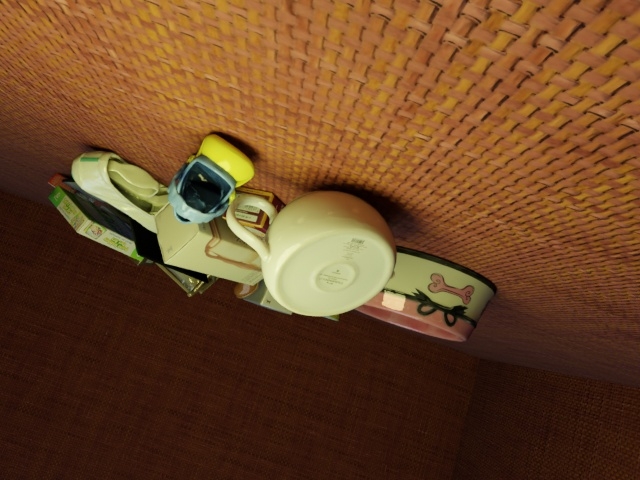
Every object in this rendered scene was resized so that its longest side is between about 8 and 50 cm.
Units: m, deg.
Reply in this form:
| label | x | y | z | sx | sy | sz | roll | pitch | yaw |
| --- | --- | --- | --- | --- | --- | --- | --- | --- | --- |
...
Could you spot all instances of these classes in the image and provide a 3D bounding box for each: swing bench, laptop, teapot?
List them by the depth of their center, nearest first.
| label | x | y | z | sx | sy | sz | roll | pitch | yaw |
| --- | --- | --- | --- | --- | --- | --- | --- | --- | --- |
| teapot | 0.000 | 0.000 | 0.767 | 0.252 | 0.187 | 0.256 | -23 | 135 | 4 |
| laptop | -0.630 | -0.025 | 1.473 | 0.407 | 0.237 | 0.382 | 5 | 163 | 20 |
| swing bench | -0.560 | 0.091 | 1.805 | 0.253 | 0.165 | 0.255 | 43 | 176 | 1 |

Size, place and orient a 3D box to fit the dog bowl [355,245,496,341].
| label | x | y | z | sx | sy | sz | roll | pitch | yaw |
| --- | --- | --- | --- | --- | --- | --- | --- | --- | --- |
| dog bowl | 0.239 | 0.148 | 1.135 | 0.407 | 0.151 | 0.408 | 19 | 168 | 4 |

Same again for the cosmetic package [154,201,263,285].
| label | x | y | z | sx | sy | sz | roll | pitch | yaw |
| --- | --- | --- | --- | --- | --- | --- | --- | --- | --- |
| cosmetic package | -0.250 | -0.001 | 1.081 | 0.129 | 0.153 | 0.296 | -38 | 148 | 20 |

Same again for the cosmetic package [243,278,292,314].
| label | x | y | z | sx | sy | sz | roll | pitch | yaw |
| --- | --- | --- | --- | --- | --- | --- | --- | --- | --- |
| cosmetic package | -0.221 | 0.209 | 1.966 | 0.156 | 0.218 | 0.385 | 24 | 169 | -20 |

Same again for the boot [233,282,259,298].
| label | x | y | z | sx | sy | sz | roll | pitch | yaw |
| --- | --- | --- | --- | --- | --- | --- | --- | --- | --- |
| boot | -0.327 | 0.118 | 1.687 | 0.220 | 0.109 | 0.283 | 20 | 131 | -39 |

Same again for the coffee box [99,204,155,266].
| label | x | y | z | sx | sy | sz | roll | pitch | yaw |
| --- | --- | --- | --- | --- | --- | --- | --- | --- | --- |
| coffee box | -0.728 | -0.014 | 1.604 | 0.246 | 0.098 | 0.141 | 37 | 176 | 3 |

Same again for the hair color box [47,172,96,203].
| label | x | y | z | sx | sy | sz | roll | pitch | yaw |
| --- | --- | --- | --- | --- | --- | --- | --- | --- | --- |
| hair color box | -0.934 | -0.186 | 1.597 | 0.167 | 0.053 | 0.093 | 27 | 163 | 28 |

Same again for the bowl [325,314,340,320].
| label | x | y | z | sx | sy | sz | roll | pitch | yaw |
| --- | --- | --- | --- | --- | --- | --- | --- | --- | --- |
| bowl | -0.021 | 0.277 | 2.087 | 0.289 | 0.156 | 0.289 | 18 | 168 | 4 |

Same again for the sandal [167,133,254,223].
| label | x | y | z | sx | sy | sz | roll | pitch | yaw |
| --- | --- | --- | --- | --- | --- | --- | --- | --- | --- |
| sandal | -0.228 | -0.089 | 0.795 | 0.126 | 0.138 | 0.317 | 38 | 163 | -10 |

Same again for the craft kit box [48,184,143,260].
| label | x | y | z | sx | sy | sz | roll | pitch | yaw |
| --- | --- | --- | --- | --- | --- | --- | --- | --- | --- |
| craft kit box | -0.710 | -0.053 | 1.369 | 0.249 | 0.061 | 0.247 | 34 | 172 | 34 |

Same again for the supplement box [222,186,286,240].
| label | x | y | z | sx | sy | sz | roll | pitch | yaw |
| --- | --- | --- | --- | --- | --- | --- | --- | --- | --- |
| supplement box | -0.129 | -0.047 | 0.996 | 0.104 | 0.081 | 0.188 | 14 | 167 | 24 |

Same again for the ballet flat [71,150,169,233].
| label | x | y | z | sx | sy | sz | roll | pitch | yaw |
| --- | --- | --- | --- | --- | --- | --- | --- | --- | --- |
| ballet flat | -0.462 | -0.115 | 1.148 | 0.139 | 0.139 | 0.400 | 12 | 165 | 32 |

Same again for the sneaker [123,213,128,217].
| label | x | y | z | sx | sy | sz | roll | pitch | yaw |
| --- | --- | --- | --- | --- | --- | --- | --- | --- | --- |
| sneaker | -0.752 | -0.048 | 1.883 | 0.295 | 0.124 | 0.178 | 9 | 155 | 35 |
